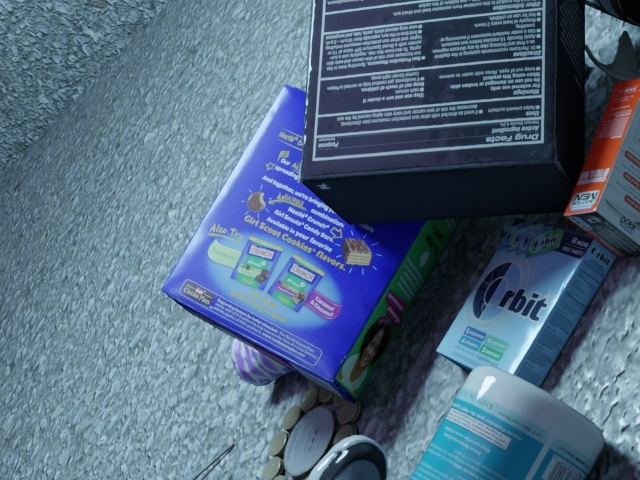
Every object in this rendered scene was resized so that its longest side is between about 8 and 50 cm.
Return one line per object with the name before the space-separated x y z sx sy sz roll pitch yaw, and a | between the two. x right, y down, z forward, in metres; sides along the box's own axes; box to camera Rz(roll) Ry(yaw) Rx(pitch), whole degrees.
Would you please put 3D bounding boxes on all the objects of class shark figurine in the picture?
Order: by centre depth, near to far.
shark figurine | 0.417 -0.200 1.445 0.116 0.166 0.278 -37 3 -22

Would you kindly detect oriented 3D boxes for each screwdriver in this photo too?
screwdriver | -0.180 0.338 1.921 0.170 0.024 0.025 -43 -1 13

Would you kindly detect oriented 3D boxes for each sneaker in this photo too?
sneaker | 0.029 0.344 1.444 0.153 0.101 0.269 -3 63 66

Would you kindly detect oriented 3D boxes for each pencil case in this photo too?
pencil case | -0.035 0.127 1.826 0.206 0.086 0.088 -32 71 39

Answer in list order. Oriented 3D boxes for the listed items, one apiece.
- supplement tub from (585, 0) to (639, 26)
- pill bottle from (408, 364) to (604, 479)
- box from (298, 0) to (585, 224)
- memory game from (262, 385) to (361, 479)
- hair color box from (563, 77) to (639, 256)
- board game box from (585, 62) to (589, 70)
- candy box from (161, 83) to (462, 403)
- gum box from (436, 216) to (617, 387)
supplement tub | 0.360 -0.329 1.649 0.106 0.106 0.198 -53 26 7
pill bottle | 0.148 0.263 1.286 0.264 0.146 0.146 -59 26 -6
box | 0.146 -0.185 1.556 0.296 0.183 0.294 -3 71 21
memory game | -0.012 0.259 1.723 0.186 0.012 0.186 -40 30 30
hair color box | 0.331 -0.077 1.423 0.053 0.093 0.167 -8 53 58
board game box | 0.287 -0.192 1.715 0.090 0.020 0.090 -57 25 -3
candy box | 0.000 0.000 1.707 0.268 0.122 0.317 27 81 23
gum box | 0.224 0.072 1.495 0.184 0.041 0.157 -58 25 -4
